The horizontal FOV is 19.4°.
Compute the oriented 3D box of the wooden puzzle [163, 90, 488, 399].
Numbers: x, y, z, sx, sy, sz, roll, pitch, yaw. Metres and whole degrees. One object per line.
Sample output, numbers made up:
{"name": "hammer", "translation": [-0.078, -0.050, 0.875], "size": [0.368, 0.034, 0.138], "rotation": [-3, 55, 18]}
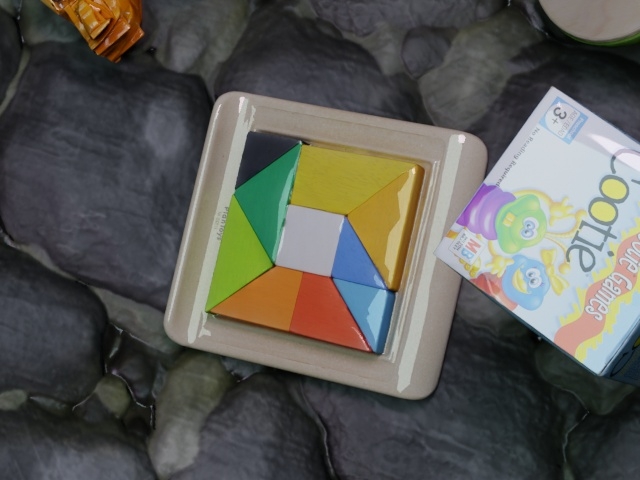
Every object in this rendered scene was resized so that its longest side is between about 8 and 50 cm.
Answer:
{"name": "wooden puzzle", "translation": [0.000, 0.000, 1.532], "size": [0.239, 0.044, 0.220], "rotation": [12, 87, 19]}

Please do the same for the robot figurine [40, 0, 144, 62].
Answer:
{"name": "robot figurine", "translation": [-0.208, -0.311, 1.615], "size": [0.211, 0.085, 0.291], "rotation": [-38, 74, 9]}

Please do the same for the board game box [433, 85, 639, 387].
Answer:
{"name": "board game box", "translation": [0.207, 0.008, 1.342], "size": [0.142, 0.275, 0.144], "rotation": [37, 95, 18]}

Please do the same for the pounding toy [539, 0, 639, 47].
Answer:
{"name": "pounding toy", "translation": [0.251, -0.239, 1.465], "size": [0.237, 0.110, 0.183], "rotation": [42, 110, 47]}
